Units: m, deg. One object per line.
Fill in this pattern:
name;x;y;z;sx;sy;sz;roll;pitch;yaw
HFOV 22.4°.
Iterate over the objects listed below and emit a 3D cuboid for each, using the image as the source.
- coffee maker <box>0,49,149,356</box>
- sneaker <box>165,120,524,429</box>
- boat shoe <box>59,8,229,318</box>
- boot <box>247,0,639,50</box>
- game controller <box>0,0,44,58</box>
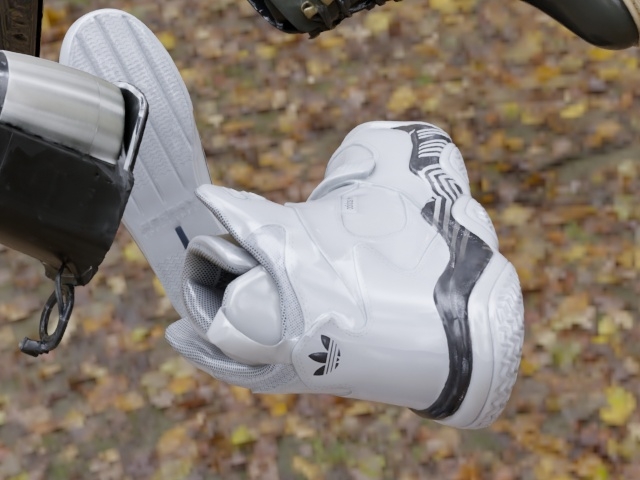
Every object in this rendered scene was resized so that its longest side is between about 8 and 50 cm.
coffee maker;-0.208;-0.043;0.939;0.120;0.178;0.171;-26;53;48
sneaker;0.000;0.000;1.145;0.210;0.137;0.366;7;24;-15
boat shoe;-0.168;-0.064;1.574;0.121;0.335;0.119;-23;15;-11
boot;0.049;-0.123;0.778;0.198;0.077;0.137;40;77;22
game controller;-0.290;-0.187;1.220;0.166;0.319;0.067;9;77;-9
